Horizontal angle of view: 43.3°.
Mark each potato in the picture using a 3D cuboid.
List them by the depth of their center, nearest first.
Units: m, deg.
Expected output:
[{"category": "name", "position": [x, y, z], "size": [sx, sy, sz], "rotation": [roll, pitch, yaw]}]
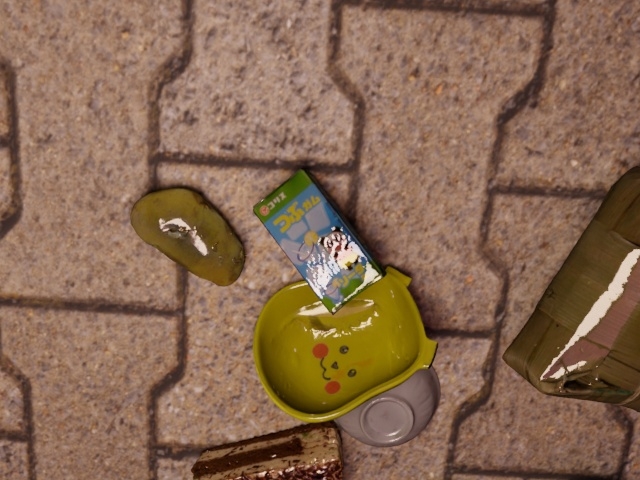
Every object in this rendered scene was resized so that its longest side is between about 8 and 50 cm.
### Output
[{"category": "potato", "position": [-0.187, -0.005, 1.178], "size": [0.105, 0.085, 0.188], "rotation": [-41, 109, 15]}]

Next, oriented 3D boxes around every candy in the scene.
[{"category": "candy", "position": [0.000, 0.000, 1.158], "size": [0.097, 0.062, 0.195], "rotation": [-38, 84, 13]}]

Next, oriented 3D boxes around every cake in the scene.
[{"category": "cake", "position": [-0.076, 0.348, 1.291], "size": [0.245, 0.112, 0.135], "rotation": [15, 106, -2]}]

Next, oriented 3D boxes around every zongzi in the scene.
[{"category": "zongzi", "position": [0.522, 0.062, 1.175], "size": [0.418, 0.181, 0.447], "rotation": [22, 105, -24]}]

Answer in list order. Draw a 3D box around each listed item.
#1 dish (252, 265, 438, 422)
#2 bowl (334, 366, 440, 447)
[{"category": "dish", "position": [0.036, 0.164, 1.209], "size": [0.262, 0.221, 0.108], "rotation": [-19, 149, -2]}, {"category": "bowl", "position": [0.101, 0.262, 1.273], "size": [0.188, 0.086, 0.189], "rotation": [0, 109, 0]}]
